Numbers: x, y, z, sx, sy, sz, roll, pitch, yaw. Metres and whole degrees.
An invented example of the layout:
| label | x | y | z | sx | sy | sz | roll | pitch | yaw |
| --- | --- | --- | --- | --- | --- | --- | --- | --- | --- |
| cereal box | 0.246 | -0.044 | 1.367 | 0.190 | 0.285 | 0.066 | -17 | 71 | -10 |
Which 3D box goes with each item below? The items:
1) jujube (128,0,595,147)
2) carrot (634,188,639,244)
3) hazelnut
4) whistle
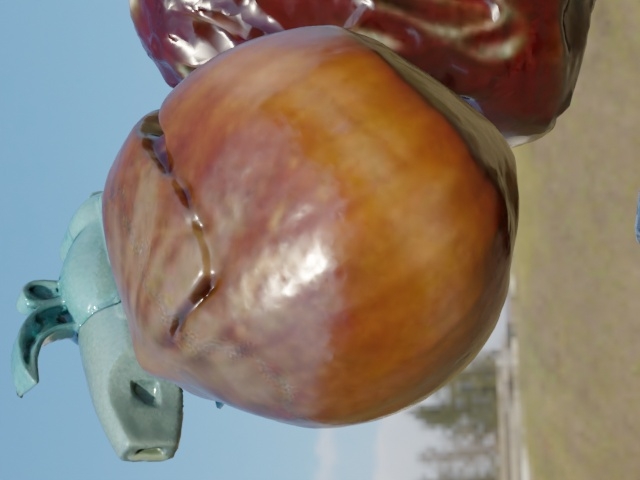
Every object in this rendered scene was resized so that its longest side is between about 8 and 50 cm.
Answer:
| label | x | y | z | sx | sy | sz | roll | pitch | yaw |
| --- | --- | --- | --- | --- | --- | --- | --- | --- | --- |
| jujube | 0.040 | -0.183 | 1.310 | 0.258 | 0.377 | 0.258 | 178 | 90 | -79 |
| carrot | 0.298 | -0.009 | 0.859 | 0.258 | 0.307 | 0.100 | 27 | -104 | -33 |
| hazelnut | 0.000 | 0.000 | 0.737 | 0.182 | 0.182 | 0.182 | -3 | -90 | -82 |
| whistle | -0.160 | 0.062 | 1.388 | 0.093 | 0.186 | 0.274 | -59 | 35 | 40 |
